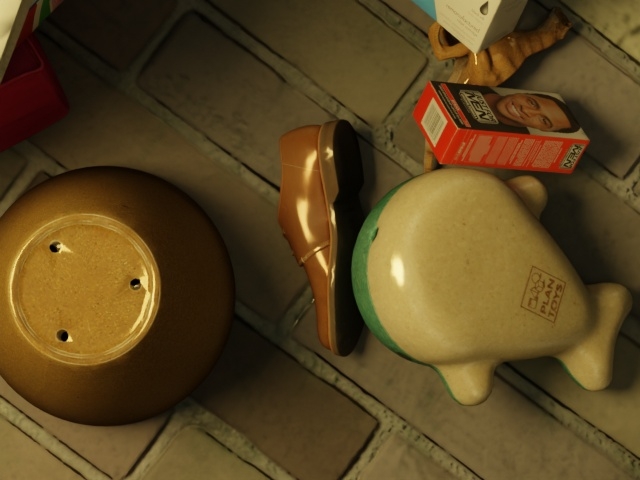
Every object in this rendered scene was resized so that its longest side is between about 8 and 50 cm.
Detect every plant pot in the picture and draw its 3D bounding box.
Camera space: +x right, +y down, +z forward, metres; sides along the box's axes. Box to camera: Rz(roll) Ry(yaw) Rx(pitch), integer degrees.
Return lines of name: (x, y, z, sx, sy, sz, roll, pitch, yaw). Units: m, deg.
plant pot: (-0.190, 0.044, 1.430, 0.237, 0.254, 0.237, 0, 87, -3)

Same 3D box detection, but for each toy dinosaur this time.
toy dinosaur: (0.139, -0.155, 1.556, 0.211, 0.064, 0.112, -42, 91, -4)

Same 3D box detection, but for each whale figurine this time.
whale figurine: (0.149, 0.045, 1.528, 0.272, 0.141, 0.216, 23, 75, -26)

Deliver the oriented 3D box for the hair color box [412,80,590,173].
hair color box: (0.161, -0.101, 1.522, 0.141, 0.072, 0.043, 3, 131, -29)

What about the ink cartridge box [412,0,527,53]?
ink cartridge box: (0.141, -0.263, 1.457, 0.104, 0.180, 0.060, 42, 51, 18)

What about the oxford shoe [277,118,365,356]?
oxford shoe: (0.000, 0.000, 1.546, 0.076, 0.076, 0.212, -5, 89, 26)

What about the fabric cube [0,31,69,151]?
fabric cube: (-0.385, -0.173, 1.426, 0.259, 0.258, 0.254, -29, 89, -5)

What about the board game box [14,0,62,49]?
board game box: (-0.316, -0.229, 1.272, 0.242, 0.064, 0.316, 44, 85, -1)

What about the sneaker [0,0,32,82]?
sneaker: (-0.298, -0.254, 1.175, 0.236, 0.130, 0.323, 18, 92, -7)
